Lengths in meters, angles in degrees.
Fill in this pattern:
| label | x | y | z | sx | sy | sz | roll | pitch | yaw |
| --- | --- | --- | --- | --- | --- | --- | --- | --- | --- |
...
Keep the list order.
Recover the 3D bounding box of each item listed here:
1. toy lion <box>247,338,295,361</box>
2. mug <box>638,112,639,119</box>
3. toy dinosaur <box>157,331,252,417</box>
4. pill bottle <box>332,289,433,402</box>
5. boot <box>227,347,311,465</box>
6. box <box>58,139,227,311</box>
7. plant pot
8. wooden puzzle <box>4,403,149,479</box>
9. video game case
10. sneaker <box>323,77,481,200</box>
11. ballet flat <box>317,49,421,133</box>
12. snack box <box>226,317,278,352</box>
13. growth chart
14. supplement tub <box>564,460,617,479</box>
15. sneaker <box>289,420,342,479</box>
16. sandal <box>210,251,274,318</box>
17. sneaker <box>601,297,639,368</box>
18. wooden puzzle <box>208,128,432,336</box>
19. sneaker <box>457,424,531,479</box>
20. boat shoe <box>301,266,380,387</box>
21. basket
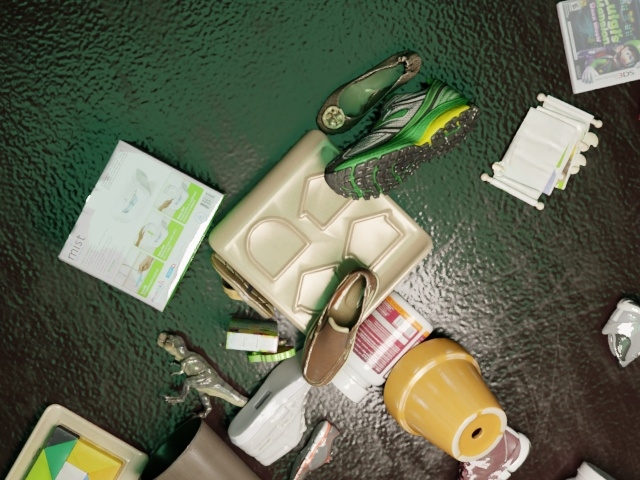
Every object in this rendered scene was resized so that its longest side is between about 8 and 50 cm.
| label | x | y | z | sx | sy | sz | roll | pitch | yaw |
| --- | --- | --- | --- | --- | --- | --- | --- | --- | --- |
| toy lion | -0.101 | 0.231 | 1.704 | 0.100 | 0.096 | 0.034 | -11 | 95 | -2 |
| mug | 0.735 | -0.312 | 1.690 | 0.150 | 0.113 | 0.169 | 11 | 106 | -13 |
| toy dinosaur | -0.248 | 0.304 | 1.723 | 0.268 | 0.064 | 0.118 | 39 | 85 | -9 |
| pill bottle | 0.115 | 0.217 | 1.702 | 0.121 | 0.121 | 0.221 | 43 | 91 | -6 |
| boot | -0.066 | 0.344 | 1.731 | 0.258 | 0.095 | 0.123 | -45 | 119 | -6 |
| box | -0.348 | -0.032 | 1.652 | 0.231 | 0.127 | 0.261 | 27 | 93 | -5 |
| plant pot | 0.259 | 0.328 | 1.648 | 0.205 | 0.188 | 0.205 | -13 | 121 | -23 |
| wooden puzzle | -0.511 | 0.487 | 1.730 | 0.239 | 0.044 | 0.220 | 30 | 92 | -6 |
| video game case | 0.590 | -0.415 | 1.722 | 0.173 | 0.022 | 0.190 | -13 | 96 | -2 |
| sneaker | 0.144 | -0.200 | 1.650 | 0.344 | 0.134 | 0.146 | -32 | 62 | -20 |
| ballet flat | 0.099 | -0.302 | 1.686 | 0.250 | 0.058 | 0.084 | -34 | 95 | 0 |
| snack box | -0.136 | 0.189 | 1.675 | 0.100 | 0.141 | 0.037 | 7 | 95 | -4 |
| growth chart | 0.467 | -0.184 | 1.737 | 0.172 | 0.021 | 0.237 | 32 | 93 | -6 |
| supplement tub | 0.542 | 0.619 | 1.727 | 0.191 | 0.191 | 0.272 | 33 | 93 | -5 |
| sneaker | -0.007 | 0.458 | 1.750 | 0.065 | 0.061 | 0.157 | 31 | 93 | -12 |
| sandal | -0.168 | 0.098 | 1.710 | 0.049 | 0.072 | 0.180 | -38 | 101 | 22 |
| sneaker | 0.694 | 0.234 | 1.763 | 0.229 | 0.086 | 0.132 | 37 | 97 | 4 |
| wooden puzzle | 0.000 | 0.000 | 1.703 | 0.348 | 0.080 | 0.322 | 44 | 91 | -1 |
| sneaker | 0.296 | 0.479 | 1.755 | 0.162 | 0.106 | 0.281 | 42 | 81 | -1 |
| boat shoe | 0.029 | 0.166 | 1.616 | 0.095 | 0.095 | 0.257 | 23 | 90 | 10 |
| basket | -0.219 | 0.492 | 1.692 | 0.227 | 0.154 | 0.204 | 42 | 130 | -12 |
